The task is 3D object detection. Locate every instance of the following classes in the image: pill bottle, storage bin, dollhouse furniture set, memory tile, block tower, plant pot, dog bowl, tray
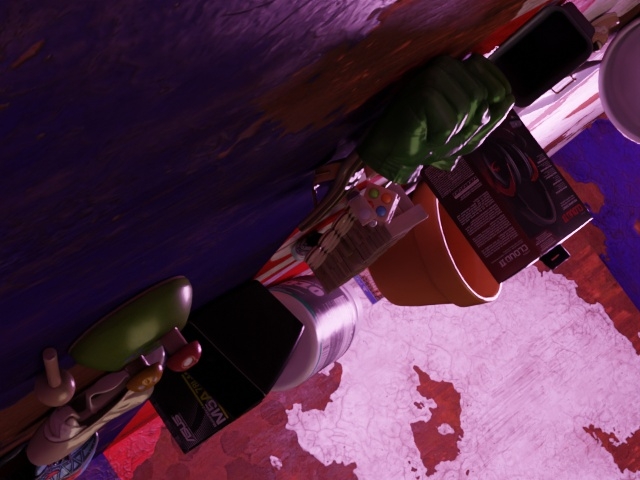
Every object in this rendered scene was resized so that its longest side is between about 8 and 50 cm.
[{"bbox_3d":[-0.275,0.184,1.635,0.067,0.067,0.120,-34,173,-10],"label":"pill bottle"},{"bbox_3d":[0.299,-0.246,1.359,0.135,0.098,0.091,-40,-178,38],"label":"storage bin"},{"bbox_3d":[0.085,-0.077,1.503,0.114,0.081,0.091,-35,174,1],"label":"dollhouse furniture set"},{"bbox_3d":[0.026,-0.014,1.771,0.148,0.012,0.113,-50,169,0],"label":"memory tile"},{"bbox_3d":[0.078,-0.004,1.971,0.091,0.097,0.335,-32,175,-28],"label":"block tower"},{"bbox_3d":[-0.143,0.182,1.881,0.167,0.188,0.187,-47,180,-31],"label":"plant pot"},{"bbox_3d":[0.674,-0.311,1.994,0.265,0.265,0.104,-39,175,30],"label":"dog bowl"},{"bbox_3d":[0.449,-0.296,2.006,0.145,0.030,0.270,-39,173,35],"label":"tray"},{"bbox_3d":[0.227,0.017,2.183,0.204,0.290,0.291,-20,-178,30],"label":"plant pot"},{"bbox_3d":[-0.042,0.182,2.209,0.204,0.204,0.361,-37,173,19],"label":"pill bottle"}]

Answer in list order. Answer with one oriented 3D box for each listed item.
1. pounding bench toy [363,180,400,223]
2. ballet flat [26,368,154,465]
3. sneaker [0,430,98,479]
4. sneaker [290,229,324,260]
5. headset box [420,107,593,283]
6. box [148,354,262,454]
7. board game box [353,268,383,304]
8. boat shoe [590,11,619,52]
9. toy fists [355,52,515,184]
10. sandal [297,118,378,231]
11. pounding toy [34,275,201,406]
[{"bbox_3d":[0.103,-0.076,1.728,0.065,0.052,0.083,22,91,-81],"label":"pounding bench toy"},{"bbox_3d":[-0.401,0.288,1.775,0.248,0.086,0.086,-35,174,-13],"label":"ballet flat"},{"bbox_3d":[-0.518,0.418,1.950,0.262,0.104,0.125,-31,170,-36],"label":"sneaker"},{"bbox_3d":[0.000,0.000,1.827,0.098,0.038,0.069,-29,172,-45],"label":"sneaker"},{"bbox_3d":[0.327,-0.076,1.810,0.218,0.293,0.110,-27,170,-48],"label":"headset box"},{"bbox_3d":[-0.237,0.283,2.014,0.184,0.190,0.045,-30,174,-30],"label":"box"},{"bbox_3d":[0.229,0.001,2.553,0.232,0.141,0.291,-31,172,-34],"label":"board game box"},{"bbox_3d":[0.432,-0.320,1.662,0.135,0.045,0.050,-32,173,-22],"label":"boat shoe"},{"bbox_3d":[0.151,-0.147,1.234,0.142,0.096,0.279,-55,164,23],"label":"toy fists"},{"bbox_3d":[0.022,-0.086,1.302,0.180,0.049,0.072,-55,171,27],"label":"sandal"},{"bbox_3d":[-0.246,0.153,1.366,0.237,0.110,0.183,-32,173,-29],"label":"pounding toy"}]
